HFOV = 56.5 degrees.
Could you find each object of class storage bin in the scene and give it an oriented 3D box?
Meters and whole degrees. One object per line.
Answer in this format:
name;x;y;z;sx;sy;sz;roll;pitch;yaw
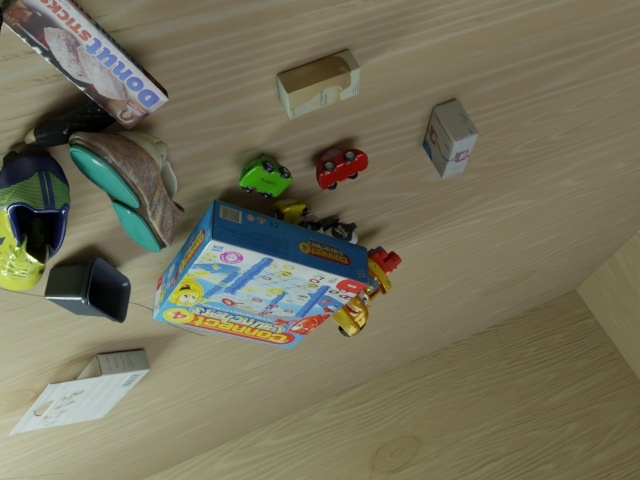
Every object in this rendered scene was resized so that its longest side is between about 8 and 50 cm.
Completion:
storage bin;-0.400;0.082;1.023;0.091;0.098;0.135;-1;157;9

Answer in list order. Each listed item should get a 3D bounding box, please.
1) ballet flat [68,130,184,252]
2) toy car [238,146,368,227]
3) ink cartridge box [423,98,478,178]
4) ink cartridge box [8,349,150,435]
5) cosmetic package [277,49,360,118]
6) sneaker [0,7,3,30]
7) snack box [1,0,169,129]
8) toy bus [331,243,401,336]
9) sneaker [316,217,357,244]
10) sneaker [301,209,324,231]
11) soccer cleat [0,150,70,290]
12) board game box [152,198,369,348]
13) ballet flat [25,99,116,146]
ballet flat;-0.254;-0.087;0.826;0.106;0.108;0.316;-59;173;-20
toy car;-0.057;-0.103;1.031;0.239;0.053;0.225;-43;148;22
ink cartridge box;0.243;-0.190;1.122;0.052;0.088;0.122;-18;153;-12
ink cartridge box;-0.570;0.357;1.401;0.239;0.060;0.275;4;142;-46
cosmetic package;-0.002;-0.226;0.867;0.115;0.041;0.060;-23;155;-9
sneaker;-0.395;-0.174;0.527;0.228;0.087;0.130;-26;149;-16
snack box;-0.249;-0.198;0.645;0.064;0.022;0.178;-34;137;11
toy bus;0.093;0.094;1.370;0.212;0.149;0.220;-34;-166;4
sneaker;0.000;0.000;1.242;0.153;0.094;0.235;-34;154;11
sneaker;-0.034;-0.032;1.167;0.098;0.069;0.038;-11;129;-39
soccer cleat;-0.405;0.003;0.814;0.094;0.121;0.289;-7;148;-37
board game box;-0.119;0.081;1.126;0.309;0.086;0.302;17;140;-25
ballet flat;-0.285;-0.159;0.733;0.173;0.049;0.057;-24;-176;4
